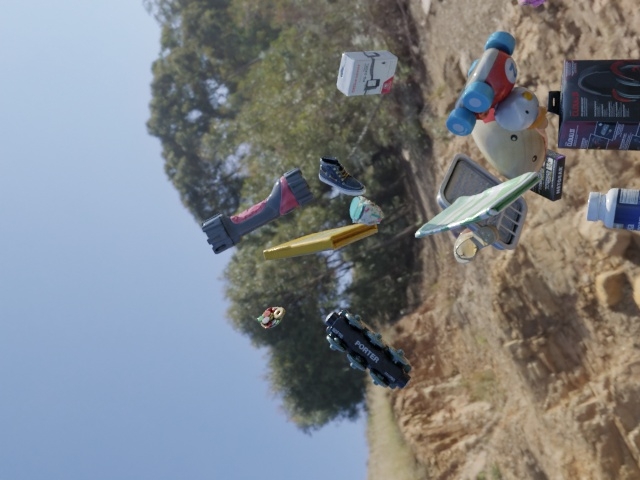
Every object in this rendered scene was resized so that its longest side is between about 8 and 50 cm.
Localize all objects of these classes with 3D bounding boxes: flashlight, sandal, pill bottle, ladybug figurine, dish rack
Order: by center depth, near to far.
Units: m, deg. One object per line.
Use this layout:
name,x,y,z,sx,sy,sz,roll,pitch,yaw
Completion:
pill bottle,0.704,-0.070,1.359,0.094,0.170,0.094,-27,-60,-59
flashlight,-0.169,-0.084,1.583,0.103,0.304,0.103,63,-178,-33
sandal,0.457,0.021,1.855,0.088,0.079,0.240,62,153,11
ladybug figurine,0.626,-0.361,1.956,0.305,0.162,0.449,37,-148,-16
dish rack,0.558,-0.127,2.080,0.333,0.072,0.285,36,-128,-6

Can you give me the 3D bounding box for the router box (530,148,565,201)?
router box,0.850,-0.251,2.237,0.133,0.046,0.178,45,149,52

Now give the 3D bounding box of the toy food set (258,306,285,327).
toy food set,-0.153,0.241,1.862,0.083,0.082,0.020,13,146,43

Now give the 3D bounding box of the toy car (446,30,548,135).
toy car,0.479,-0.359,1.504,0.238,0.219,0.210,26,156,1

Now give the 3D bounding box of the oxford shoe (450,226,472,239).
oxford shoe,0.691,-0.089,2.521,0.364,0.130,0.132,-16,-126,-35

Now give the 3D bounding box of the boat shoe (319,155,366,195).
boat shoe,0.071,-0.216,1.988,0.065,0.183,0.083,-43,-33,-36

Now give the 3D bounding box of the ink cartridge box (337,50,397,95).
ink cartridge box,0.133,-0.476,1.694,0.063,0.151,0.109,51,142,40

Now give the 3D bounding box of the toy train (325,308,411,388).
toy train,0.157,0.355,1.948,0.334,0.142,0.190,39,-178,10

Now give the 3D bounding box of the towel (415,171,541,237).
towel,0.455,-0.102,1.749,0.038,0.248,0.325,59,151,-7

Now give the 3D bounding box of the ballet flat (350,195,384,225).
ballet flat,0.140,-0.083,1.815,0.077,0.091,0.241,18,-170,-7

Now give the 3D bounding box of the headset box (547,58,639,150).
headset box,0.722,-0.339,1.483,0.110,0.293,0.218,68,-148,-55

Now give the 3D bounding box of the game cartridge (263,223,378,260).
game cartridge,0.000,0.000,2.144,0.285,0.324,0.052,-21,-81,-50

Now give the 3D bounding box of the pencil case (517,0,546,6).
pencil case,0.648,-0.942,1.872,0.160,0.167,0.386,35,164,54
